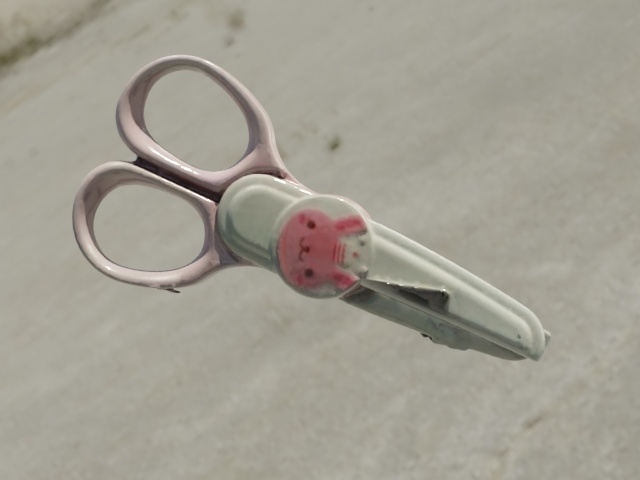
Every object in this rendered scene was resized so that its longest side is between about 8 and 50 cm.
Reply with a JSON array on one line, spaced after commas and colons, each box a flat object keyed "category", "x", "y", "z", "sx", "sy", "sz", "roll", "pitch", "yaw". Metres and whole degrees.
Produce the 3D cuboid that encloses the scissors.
[{"category": "scissors", "x": 0.000, "y": 0.000, "z": 0.770, "sx": 0.030, "sy": 0.242, "sz": 0.118, "roll": -2, "pitch": -65, "yaw": -81}]
